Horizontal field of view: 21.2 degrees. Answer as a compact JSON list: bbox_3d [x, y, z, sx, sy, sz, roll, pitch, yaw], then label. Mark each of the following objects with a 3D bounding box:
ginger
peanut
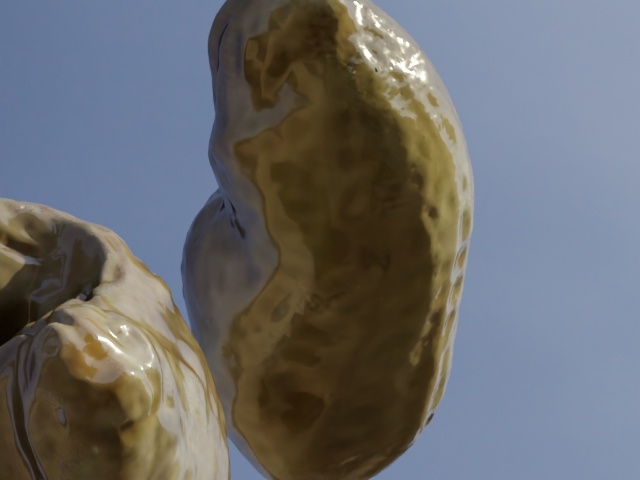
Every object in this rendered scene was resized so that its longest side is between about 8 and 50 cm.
[{"bbox_3d":[-0.073,0.121,0.570,0.130,0.221,0.276,-29,-38,-31],"label":"ginger"},{"bbox_3d":[0.000,0.000,0.775,0.122,0.137,0.253,-50,-26,-53],"label":"peanut"}]
